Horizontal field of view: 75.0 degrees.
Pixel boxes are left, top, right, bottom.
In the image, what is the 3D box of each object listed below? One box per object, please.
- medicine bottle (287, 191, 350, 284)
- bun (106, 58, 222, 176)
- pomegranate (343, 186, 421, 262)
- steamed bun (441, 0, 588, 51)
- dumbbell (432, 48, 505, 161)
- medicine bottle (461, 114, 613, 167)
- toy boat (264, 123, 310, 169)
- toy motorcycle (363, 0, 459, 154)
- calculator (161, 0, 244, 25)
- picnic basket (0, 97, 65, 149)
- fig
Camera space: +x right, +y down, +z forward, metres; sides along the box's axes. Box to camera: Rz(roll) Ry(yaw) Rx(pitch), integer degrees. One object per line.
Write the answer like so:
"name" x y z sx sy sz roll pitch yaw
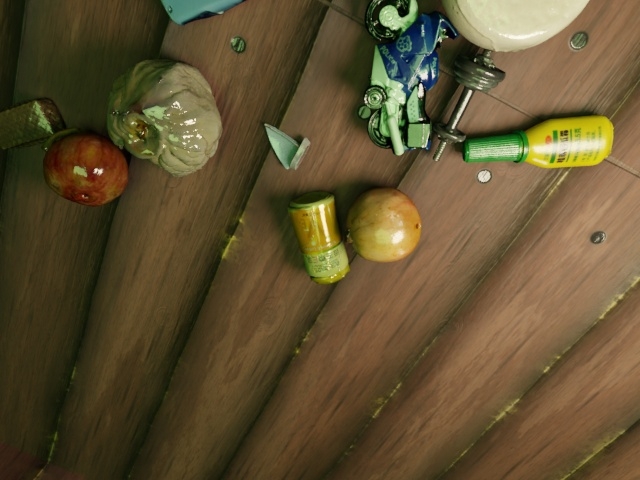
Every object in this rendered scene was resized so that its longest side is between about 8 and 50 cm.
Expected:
"medicine bottle" 0.000 0.000 1.087 0.124 0.124 0.239 -11 111 13
"bun" -0.365 -0.282 0.963 0.281 0.205 0.282 2 113 6
"pomegranate" 0.149 -0.036 1.009 0.191 0.191 0.192 3 115 7
"steamed bun" 0.357 -0.502 0.771 0.282 0.177 0.283 1 113 2
"dumbbell" 0.309 -0.292 0.922 0.110 0.110 0.255 20 122 -1
"medicine bottle" 0.481 -0.215 0.944 0.308 0.076 0.111 -3 113 10
"toy boat" -0.094 -0.240 1.044 0.122 0.034 0.096 34 115 2
"toy motorcycle" 0.191 -0.354 0.900 0.196 0.125 0.332 0 110 9
"calculator" -0.240 -0.574 0.882 0.292 0.051 0.173 -10 115 19
"picnic basket" -0.778 -0.304 1.095 0.193 0.055 0.110 -10 113 15
"fig" -0.589 -0.192 1.055 0.204 0.205 0.206 3 115 7
